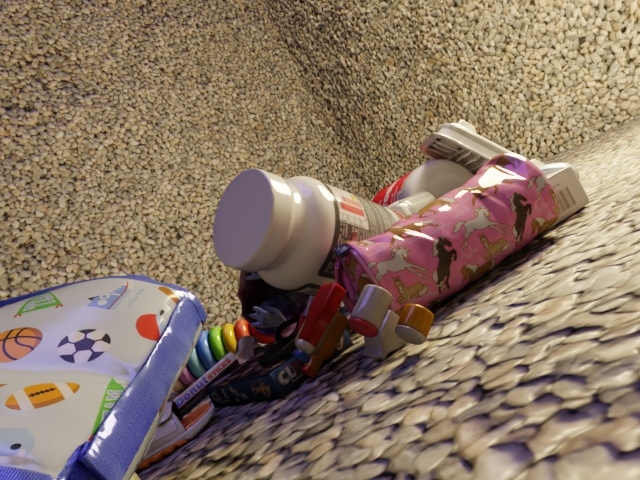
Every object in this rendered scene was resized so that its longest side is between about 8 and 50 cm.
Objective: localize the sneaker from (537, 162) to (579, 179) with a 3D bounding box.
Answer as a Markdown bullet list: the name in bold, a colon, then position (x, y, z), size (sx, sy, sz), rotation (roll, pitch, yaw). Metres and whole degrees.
- **sneaker**: position (0.464, -0.087, 1.183), size (0.258, 0.094, 0.091), rotation (-33, 17, 48)

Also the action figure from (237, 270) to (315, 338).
- **action figure**: position (-0.033, 0.115, 1.236), size (0.275, 0.248, 0.370), rotation (12, -5, 32)

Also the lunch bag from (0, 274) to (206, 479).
- **lunch bag**: position (-0.321, 0.198, 0.518), size (0.385, 0.239, 0.328), rotation (-21, 19, 9)

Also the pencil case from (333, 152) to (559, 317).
- **pencil case**: position (0.206, -0.004, 0.850), size (0.386, 0.167, 0.160), rotation (-27, -8, -19)

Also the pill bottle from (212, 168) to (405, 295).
- **pill bottle**: position (0.000, 0.000, 0.972), size (0.363, 0.210, 0.210), rotation (17, -34, -41)

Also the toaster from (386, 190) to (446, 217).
- **toaster**: position (0.197, -0.024, 1.212), size (0.146, 0.129, 0.227), rotation (-19, -15, -47)

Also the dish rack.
- **dish rack**: position (0.431, -0.207, 1.344), size (0.072, 0.332, 0.285), rotation (-61, -2, 1)

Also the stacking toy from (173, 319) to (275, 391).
- **stacking toy**: position (-0.255, 0.282, 1.382), size (0.330, 0.141, 0.141), rotation (-21, 0, 1)

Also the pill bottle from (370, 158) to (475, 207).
- **pill bottle**: position (0.269, -0.071, 1.509), size (0.229, 0.229, 0.407), rotation (-28, -1, -21)

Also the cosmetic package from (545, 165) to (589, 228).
- **cosmetic package**: position (0.399, -0.061, 1.035), size (0.117, 0.085, 0.231), rotation (-28, 1, -19)

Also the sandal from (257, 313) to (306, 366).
- **sandal**: position (-0.049, 0.154, 0.872), size (0.067, 0.040, 0.179), rotation (-28, 0, 30)

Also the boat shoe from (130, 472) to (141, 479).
- **boat shoe**: position (-0.220, 0.291, 0.570), size (0.043, 0.049, 0.137), rotation (-32, -2, -21)

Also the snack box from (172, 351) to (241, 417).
- **snack box**: position (-0.226, 0.280, 0.961), size (0.178, 0.022, 0.064), rotation (-40, -19, -16)

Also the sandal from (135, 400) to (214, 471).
- **sandal**: position (-0.292, 0.314, 0.807), size (0.265, 0.076, 0.102), rotation (-28, 0, -24)

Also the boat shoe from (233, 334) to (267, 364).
- **boat shoe**: position (-0.144, 0.251, 1.123), size (0.072, 0.068, 0.190), rotation (-16, 10, 3)

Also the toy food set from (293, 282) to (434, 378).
- **toy food set**: position (0.035, 0.129, 0.691), size (0.232, 0.111, 0.104), rotation (-10, 46, 56)

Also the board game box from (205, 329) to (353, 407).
- **board game box**: position (-0.077, 0.218, 0.893), size (0.165, 0.042, 0.243), rotation (-28, -1, -40)
